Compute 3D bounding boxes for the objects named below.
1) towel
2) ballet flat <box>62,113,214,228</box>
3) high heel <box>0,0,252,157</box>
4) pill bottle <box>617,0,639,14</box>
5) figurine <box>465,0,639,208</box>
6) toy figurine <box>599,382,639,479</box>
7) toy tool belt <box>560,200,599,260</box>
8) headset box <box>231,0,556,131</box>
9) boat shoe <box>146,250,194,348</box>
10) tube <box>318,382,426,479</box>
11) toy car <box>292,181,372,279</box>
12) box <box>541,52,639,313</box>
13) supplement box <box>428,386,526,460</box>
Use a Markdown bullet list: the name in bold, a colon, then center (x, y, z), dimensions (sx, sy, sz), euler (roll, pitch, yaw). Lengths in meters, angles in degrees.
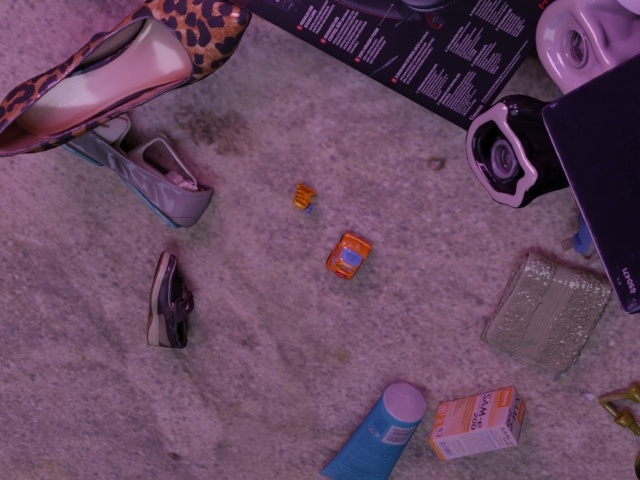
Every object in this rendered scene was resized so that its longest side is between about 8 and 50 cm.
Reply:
- **towel**: center (0.239, 0.079, 1.575), dimensions (0.110, 0.027, 0.148), euler (20, 133, -1)
- **ballet flat**: center (-0.202, -0.096, 1.551), dimensions (0.213, 0.072, 0.068), euler (37, 103, -16)
- **high heel**: center (-0.186, -0.143, 1.365), dimensions (0.261, 0.186, 0.093), euler (-8, 123, 47)
- **pill bottle**: center (0.270, -0.254, 1.166), dimensions (0.103, 0.184, 0.103), euler (9, 132, 10)
- **figurine**: center (0.257, -0.136, 1.288), dimensions (0.092, 0.209, 0.215), euler (56, 140, 24)
- **toy figurine**: center (0.458, 0.242, 1.517), dimensions (0.363, 0.217, 0.191), euler (-21, 120, 31)
- **toy tool belt**: center (0.267, -0.018, 1.465), dimensions (0.051, 0.052, 0.083), euler (7, 131, 1)
- **headset box**: center (0.064, -0.260, 1.278), dimensions (0.293, 0.110, 0.218), euler (27, 132, -7)
- **boat shoe**: center (-0.166, 0.068, 1.683), dimensions (0.049, 0.056, 0.152), euler (12, 142, 1)
- **tube**: center (0.065, 0.244, 1.765), dimensions (0.080, 0.052, 0.207), euler (27, 138, 0)
- **toy car**: center (0.000, 0.000, 1.574), dimensions (0.122, 0.040, 0.060), euler (41, 130, -19)
- **box**: center (0.385, -0.083, 1.135), dimensions (0.296, 0.294, 0.182), euler (-28, 76, 35)
- **supplement box**: center (0.177, 0.207, 1.683), dimensions (0.098, 0.062, 0.036), euler (-17, 121, 29)
